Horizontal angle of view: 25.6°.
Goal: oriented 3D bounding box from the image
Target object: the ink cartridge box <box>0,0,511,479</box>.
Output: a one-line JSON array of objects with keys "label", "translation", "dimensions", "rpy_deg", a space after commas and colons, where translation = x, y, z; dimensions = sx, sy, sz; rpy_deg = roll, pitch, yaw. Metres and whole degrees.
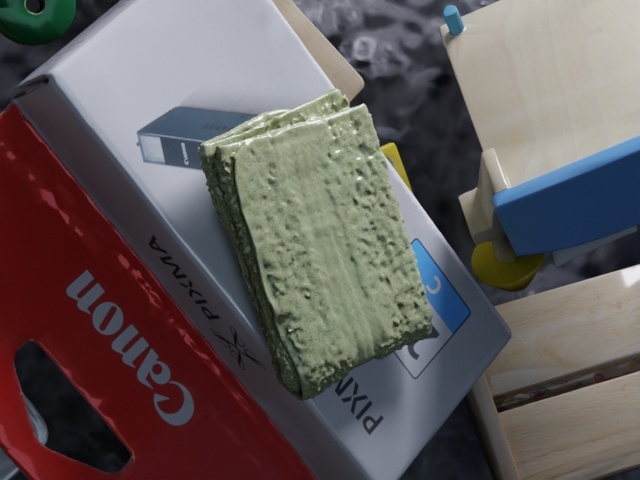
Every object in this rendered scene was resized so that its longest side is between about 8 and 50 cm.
[{"label": "ink cartridge box", "translation": [-0.062, 0.030, 0.761], "dimensions": [0.261, 0.066, 0.296], "rpy_deg": [-46, 108, -28]}]

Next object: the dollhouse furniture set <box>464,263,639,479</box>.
[{"label": "dollhouse furniture set", "translation": [0.149, 0.147, 0.944], "dimensions": [0.303, 0.174, 0.356], "rpy_deg": [-14, 70, -5]}]

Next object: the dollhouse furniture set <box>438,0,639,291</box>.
[{"label": "dollhouse furniture set", "translation": [0.217, -0.100, 0.905], "dimensions": [0.303, 0.286, 0.198], "rpy_deg": [-23, 134, 8]}]

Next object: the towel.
[{"label": "towel", "translation": [0.000, 0.000, 0.749], "dimensions": [0.110, 0.027, 0.148], "rpy_deg": [-23, 96, -34]}]

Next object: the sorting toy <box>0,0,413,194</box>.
[{"label": "sorting toy", "translation": [-0.060, -0.088, 0.845], "dimensions": [0.274, 0.046, 0.132], "rpy_deg": [45, 80, -17]}]

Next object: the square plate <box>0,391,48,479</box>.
[{"label": "square plate", "translation": [-0.380, 0.087, 0.718], "dimensions": [0.347, 0.049, 0.344], "rpy_deg": [-41, 93, -11]}]
